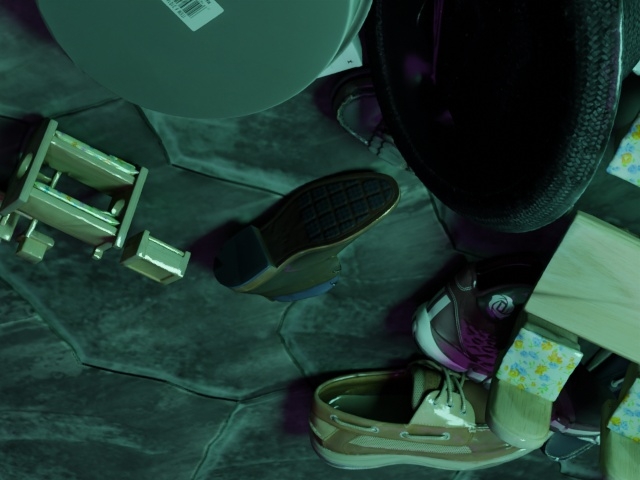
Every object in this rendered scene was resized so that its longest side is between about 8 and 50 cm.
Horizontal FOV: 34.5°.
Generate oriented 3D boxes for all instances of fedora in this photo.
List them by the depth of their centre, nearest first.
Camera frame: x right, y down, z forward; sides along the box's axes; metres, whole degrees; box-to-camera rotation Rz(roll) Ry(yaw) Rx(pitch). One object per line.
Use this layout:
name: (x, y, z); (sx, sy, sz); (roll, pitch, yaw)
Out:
fedora: (0.172, -0.178, 0.846); (0.153, 0.334, 0.334); (-20, 141, -26)

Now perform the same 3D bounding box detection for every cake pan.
cake pan: (-0.100, -0.210, 0.824); (0.293, 0.054, 0.293); (2, 136, 2)

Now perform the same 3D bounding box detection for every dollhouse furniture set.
dollhouse furniture set: (0.390, 0.116, 0.952); (0.394, 0.256, 0.362); (25, 119, 3)
dollhouse furniture set: (-0.243, -0.027, 1.076); (0.182, 0.101, 0.161); (29, 151, -28)

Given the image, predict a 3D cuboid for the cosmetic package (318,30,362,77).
cosmetic package: (-0.048, -0.242, 0.870); (0.099, 0.060, 0.239); (-12, 134, 16)

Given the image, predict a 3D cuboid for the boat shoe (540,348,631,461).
boat shoe: (0.363, 0.218, 1.328); (0.095, 0.079, 0.254); (20, 130, -20)

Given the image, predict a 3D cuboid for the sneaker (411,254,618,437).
sneaker: (0.259, 0.114, 1.187); (0.281, 0.106, 0.162); (27, 123, -12)

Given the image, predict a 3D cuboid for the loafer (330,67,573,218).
loafer: (0.138, -0.093, 1.009); (0.268, 0.084, 0.096); (16, 132, -18)

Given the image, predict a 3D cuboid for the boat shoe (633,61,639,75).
boat shoe: (0.311, -0.175, 0.939); (0.184, 0.066, 0.063); (-16, 121, 17)

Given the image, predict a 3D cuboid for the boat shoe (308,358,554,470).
boat shoe: (0.141, 0.211, 1.286); (0.325, 0.123, 0.116); (-9, 132, 3)

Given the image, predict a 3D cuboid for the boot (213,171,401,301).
boot: (0.000, 0.000, 1.120); (0.219, 0.082, 0.106); (-25, 152, 15)
